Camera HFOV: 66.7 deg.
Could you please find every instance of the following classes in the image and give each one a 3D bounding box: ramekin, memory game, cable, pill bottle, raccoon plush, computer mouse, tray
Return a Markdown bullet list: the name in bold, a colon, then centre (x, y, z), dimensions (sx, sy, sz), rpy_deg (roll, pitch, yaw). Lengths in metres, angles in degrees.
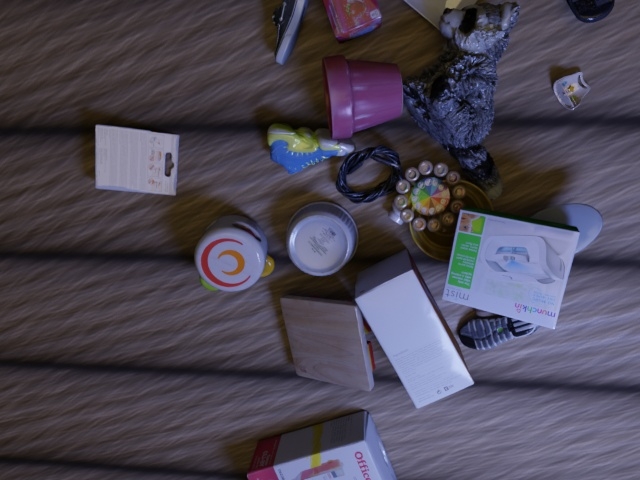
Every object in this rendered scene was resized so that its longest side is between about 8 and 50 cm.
- **ramekin**: centre (0.000, 0.000, 1.346), dimensions (0.206, 0.109, 0.208), rpy_deg (2, 103, 7)
- **memory game**: centre (0.280, -0.111, 1.247), dimensions (0.186, 0.012, 0.187), rpy_deg (2, 101, 8)
- **cable**: centre (0.126, -0.174, 1.297), dimensions (0.184, 0.047, 0.151), rpy_deg (-15, 127, 11)
- **pill bottle**: centre (0.234, -0.103, 1.317), dimensions (0.065, 0.065, 0.116), rpy_deg (32, 105, -2)
- **raccoon plush**: centre (0.402, -0.361, 1.219), dimensions (0.299, 0.216, 0.446), rpy_deg (-42, 125, 0)
- **computer mouse**: centre (0.645, -0.653, 1.144), dimensions (0.183, 0.060, 0.262), rpy_deg (-24, 88, 16)
- **tray**: centre (0.259, -0.648, 1.202), dimensions (0.270, 0.030, 0.145), rpy_deg (39, 105, -4)

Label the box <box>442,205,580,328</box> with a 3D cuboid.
- **box**: centre (0.450, 0.056, 1.168), dimensions (0.261, 0.126, 0.232), rpy_deg (15, 103, 23)

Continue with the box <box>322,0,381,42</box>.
- **box**: centre (0.052, -0.630, 1.178), dimensions (0.122, 0.128, 0.257), rpy_deg (-19, 101, 11)

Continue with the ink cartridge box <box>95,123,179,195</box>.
- **ink cartridge box**: centre (-0.523, -0.229, 1.392), dimensions (0.224, 0.056, 0.181), rpy_deg (4, 104, -14)

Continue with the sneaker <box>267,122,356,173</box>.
- **sneaker**: centre (-0.029, -0.238, 1.317), dimensions (0.239, 0.091, 0.126), rpy_deg (13, 123, 3)

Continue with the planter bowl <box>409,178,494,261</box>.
- **planter bowl**: centre (0.346, -0.059, 1.301), dimensions (0.216, 0.090, 0.218), rpy_deg (2, 102, 8)

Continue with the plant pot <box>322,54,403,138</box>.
- **plant pot**: centre (0.104, -0.361, 1.208), dimensions (0.180, 0.201, 0.202), rpy_deg (-7, 103, -2)

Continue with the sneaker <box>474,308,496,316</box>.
- **sneaker**: centre (0.520, 0.159, 1.347), dimensions (0.188, 0.066, 0.071), rpy_deg (-14, 100, 9)

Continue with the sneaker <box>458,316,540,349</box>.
- **sneaker**: centre (0.513, 0.254, 1.363), dimensions (0.228, 0.132, 0.086), rpy_deg (-23, 68, 43)

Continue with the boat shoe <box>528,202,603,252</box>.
- **boat shoe**: centre (0.554, 0.031, 1.277), dimensions (0.367, 0.156, 0.136), rpy_deg (-38, 69, 25)

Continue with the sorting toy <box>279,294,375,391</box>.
- **sorting toy**: centre (0.032, 0.270, 1.377), dimensions (0.256, 0.089, 0.256), rpy_deg (1, 110, 36)

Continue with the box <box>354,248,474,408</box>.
- **box**: centre (0.247, 0.229, 1.319), dimensions (0.168, 0.215, 0.346), rpy_deg (-28, 99, 12)

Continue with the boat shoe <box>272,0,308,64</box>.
- **boat shoe**: centre (-0.085, -0.564, 1.241), dimensions (0.070, 0.078, 0.220), rpy_deg (20, 97, 1)

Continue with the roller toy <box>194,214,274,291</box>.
- **roller toy**: centre (-0.243, 0.031, 1.363), dimensions (0.209, 0.146, 0.191), rpy_deg (-8, 111, 3)

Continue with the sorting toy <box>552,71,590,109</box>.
- **sorting toy**: centre (0.633, -0.381, 1.219), dimensions (0.075, 0.045, 0.083), rpy_deg (-33, 97, 5)

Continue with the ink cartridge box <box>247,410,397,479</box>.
- **ink cartridge box**: centre (0.013, 0.726, 1.492), dimensions (0.384, 0.160, 0.280), rpy_deg (-21, 100, 11)
